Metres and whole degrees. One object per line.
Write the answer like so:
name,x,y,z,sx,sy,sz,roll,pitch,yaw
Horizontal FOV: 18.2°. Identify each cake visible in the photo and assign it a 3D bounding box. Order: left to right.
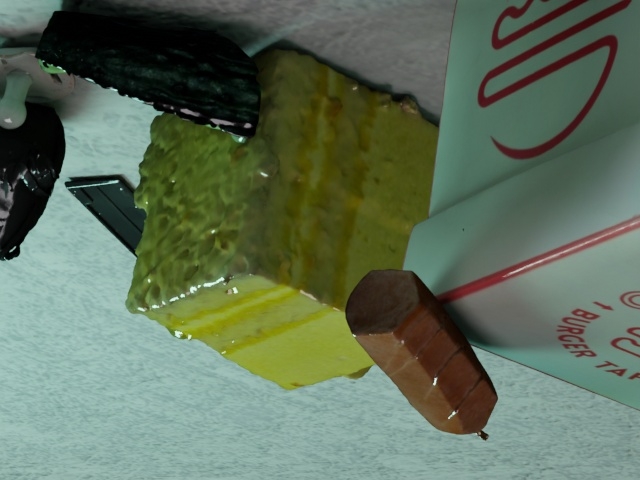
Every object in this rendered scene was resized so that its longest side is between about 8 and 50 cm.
cake,0.000,0.000,1.788,0.286,0.222,0.227,24,153,-30

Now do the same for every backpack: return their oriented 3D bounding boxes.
backpack,-0.290,-0.065,1.807,0.105,0.165,0.120,19,110,-9

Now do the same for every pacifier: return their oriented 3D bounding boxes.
pacifier,-0.265,-0.130,1.753,0.099,0.078,0.081,-2,147,18

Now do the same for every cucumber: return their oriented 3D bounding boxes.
cucumber,-0.141,-0.146,1.682,0.193,0.086,0.115,13,-173,-3

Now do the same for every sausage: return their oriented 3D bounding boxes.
sausage,0.080,0.086,1.434,0.065,0.065,0.169,-6,145,28

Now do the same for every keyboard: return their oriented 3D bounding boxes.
keyboard,-0.192,-0.015,2.061,0.067,0.011,0.202,-4,153,21

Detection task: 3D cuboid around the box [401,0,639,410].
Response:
box,0.284,-0.062,1.462,0.314,0.300,0.312,21,154,-27
